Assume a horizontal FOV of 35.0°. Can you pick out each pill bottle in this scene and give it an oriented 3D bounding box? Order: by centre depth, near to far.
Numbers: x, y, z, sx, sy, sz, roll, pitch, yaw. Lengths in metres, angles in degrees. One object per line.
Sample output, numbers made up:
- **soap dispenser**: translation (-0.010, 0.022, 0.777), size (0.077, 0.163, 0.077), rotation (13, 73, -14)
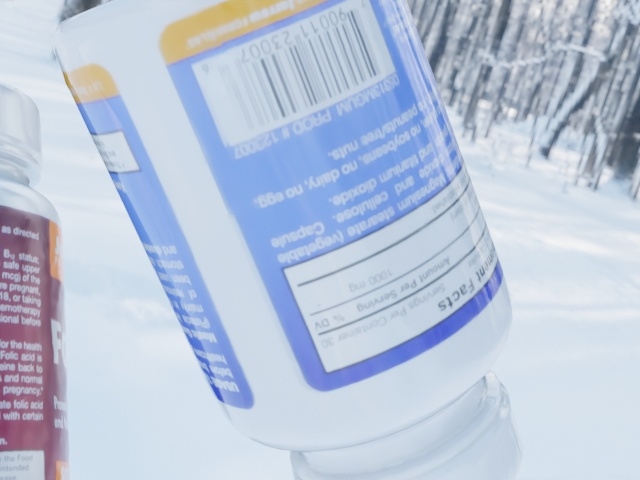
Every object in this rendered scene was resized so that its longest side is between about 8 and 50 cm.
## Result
- **pill bottle**: translation (0.000, 0.000, 0.475), size (0.152, 0.271, 0.152), rotation (-20, 17, 6)
- **pill bottle**: translation (-0.330, 0.071, 0.861), size (0.224, 0.391, 0.224), rotation (-5, -14, -1)
